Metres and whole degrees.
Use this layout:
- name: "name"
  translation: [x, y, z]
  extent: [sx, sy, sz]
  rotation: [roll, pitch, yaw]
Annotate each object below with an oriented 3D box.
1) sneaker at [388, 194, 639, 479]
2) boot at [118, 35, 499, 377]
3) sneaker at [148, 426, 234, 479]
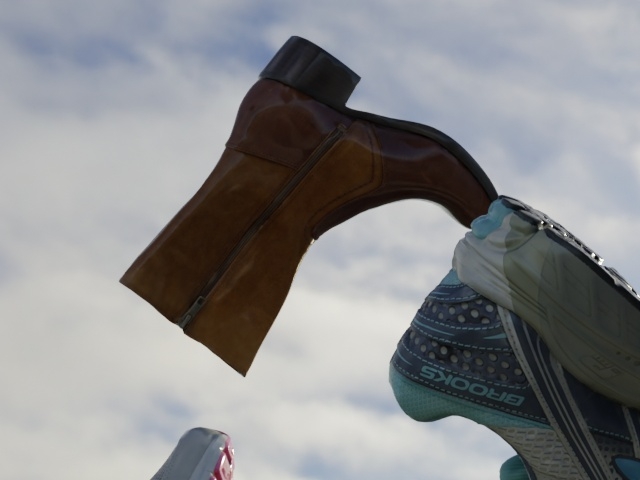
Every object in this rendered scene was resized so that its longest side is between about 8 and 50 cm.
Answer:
- name: "sneaker"
  translation: [0.152, 0.105, 0.633]
  extent: [0.122, 0.283, 0.110]
  rotation: [-48, 11, 11]
- name: "boot"
  translation: [0.000, 0.000, 1.190]
  extent: [0.264, 0.280, 0.096]
  rotation: [35, -8, -20]
- name: "sneaker"
  translation: [-0.141, 0.202, 0.788]
  extent: [0.111, 0.252, 0.103]
  rotation: [24, -38, 20]
